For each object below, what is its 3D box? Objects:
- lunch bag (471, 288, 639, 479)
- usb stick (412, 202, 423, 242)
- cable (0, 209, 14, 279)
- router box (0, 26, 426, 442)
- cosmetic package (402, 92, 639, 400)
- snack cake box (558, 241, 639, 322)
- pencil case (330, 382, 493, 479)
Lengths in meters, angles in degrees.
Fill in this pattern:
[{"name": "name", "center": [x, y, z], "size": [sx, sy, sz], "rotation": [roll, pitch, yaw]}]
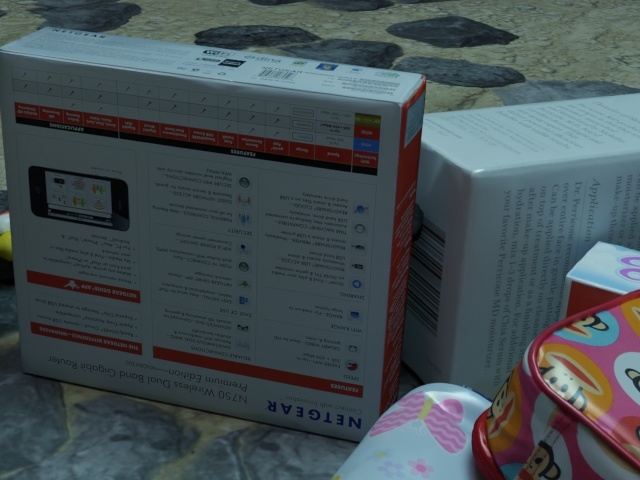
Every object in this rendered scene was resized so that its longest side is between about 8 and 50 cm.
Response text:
[{"name": "lunch bag", "center": [0.270, 0.160, 0.715], "size": [0.258, 0.120, 0.293], "rotation": [-16, 53, -42]}, {"name": "usb stick", "center": [0.000, 0.000, 1.041], "size": [0.045, 0.077, 0.278], "rotation": [-55, 15, -27]}, {"name": "cable", "center": [-0.390, 0.011, 1.129], "size": [0.287, 0.072, 0.139], "rotation": [-12, 23, -28]}, {"name": "router box", "center": [-0.095, -0.005, 0.920], "size": [0.335, 0.301, 0.082], "rotation": [10, 26, 14]}, {"name": "cosmetic package", "center": [0.290, -0.012, 1.062], "size": [0.453, 0.230, 0.161], "rotation": [-7, 26, -23]}, {"name": "snack cake box", "center": [0.322, 0.115, 0.880], "size": [0.264, 0.152, 0.089], "rotation": [17, 28, 27]}, {"name": "pencil case", "center": [0.049, 0.202, 0.708], "size": [0.124, 0.113, 0.273], "rotation": [28, 31, 16]}]
